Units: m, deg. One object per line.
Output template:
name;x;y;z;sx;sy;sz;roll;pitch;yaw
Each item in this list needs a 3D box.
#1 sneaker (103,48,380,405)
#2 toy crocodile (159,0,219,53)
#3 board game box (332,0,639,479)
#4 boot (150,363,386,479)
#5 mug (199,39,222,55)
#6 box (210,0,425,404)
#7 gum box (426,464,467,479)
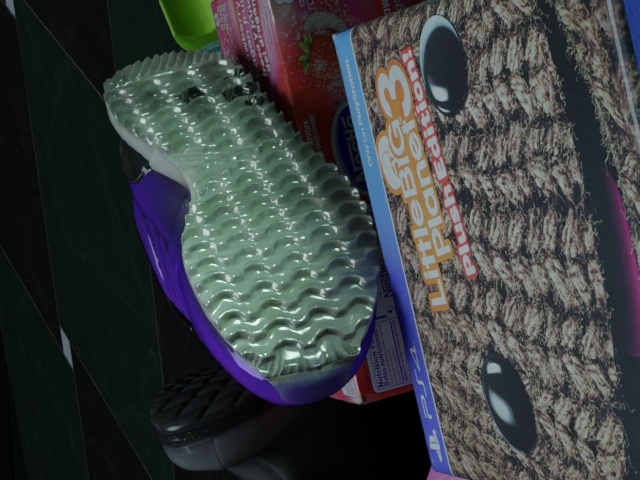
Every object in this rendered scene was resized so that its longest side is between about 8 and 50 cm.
sneaker;-0.037;0.018;1.059;0.293;0.102;0.146;-120;19;-51
toy crocodile;-0.031;-0.227;1.236;0.340;0.105;0.115;128;126;-66
board game box;0.141;-0.012;0.840;0.291;0.141;0.232;174;82;-71
boot;-0.004;0.181;1.330;0.338;0.118;0.222;-14;-91;-73
mug;-0.053;-0.089;1.323;0.129;0.158;0.097;51;-153;-86
box;0.033;-0.041;1.153;0.122;0.128;0.257;-179;75;-71
gum box;0.128;0.145;1.035;0.188;0.062;0.107;-129;54;-61
